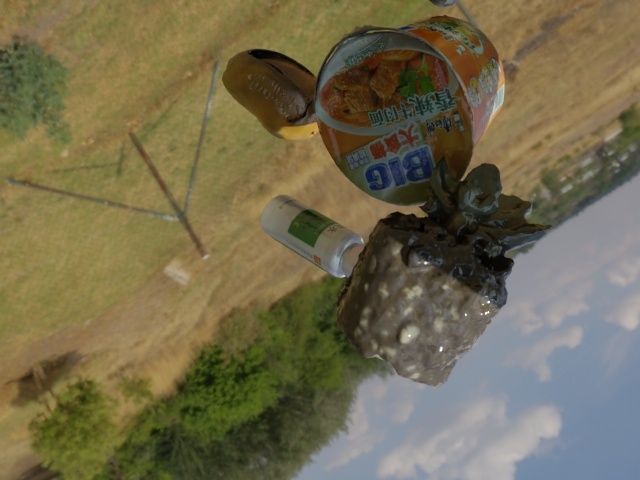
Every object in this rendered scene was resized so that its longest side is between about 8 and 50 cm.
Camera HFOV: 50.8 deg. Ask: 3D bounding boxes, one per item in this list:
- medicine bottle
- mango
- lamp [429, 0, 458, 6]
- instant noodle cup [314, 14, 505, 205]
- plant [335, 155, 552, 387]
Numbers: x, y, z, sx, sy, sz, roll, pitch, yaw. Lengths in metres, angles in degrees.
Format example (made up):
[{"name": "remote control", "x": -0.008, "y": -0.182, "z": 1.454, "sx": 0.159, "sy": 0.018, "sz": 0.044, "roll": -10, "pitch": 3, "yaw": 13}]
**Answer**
[{"name": "medicine bottle", "x": 0.000, "y": 0.000, "z": 1.283, "sx": 0.095, "sy": 0.260, "sz": 0.095, "roll": -30, "pitch": 137, "yaw": -33}, {"name": "mango", "x": -0.094, "y": -0.306, "z": 1.424, "sx": 0.156, "sy": 0.248, "sz": 0.151, "roll": -61, "pitch": 175, "yaw": -6}, {"name": "lamp", "x": 0.236, "y": -0.565, "z": 1.225, "sx": 0.244, "sy": 0.198, "sz": 0.197, "roll": -45, "pitch": 170, "yaw": 11}, {"name": "instant noodle cup", "x": 0.163, "y": -0.232, "z": 1.122, "sx": 0.214, "sy": 0.296, "sz": 0.296, "roll": -40, "pitch": 180, "yaw": -45}, {"name": "plant", "x": 0.173, "y": 0.033, "z": 0.978, "sx": 0.312, "sy": 0.215, "sz": 0.213, "roll": -57, "pitch": 176, "yaw": 18}]
